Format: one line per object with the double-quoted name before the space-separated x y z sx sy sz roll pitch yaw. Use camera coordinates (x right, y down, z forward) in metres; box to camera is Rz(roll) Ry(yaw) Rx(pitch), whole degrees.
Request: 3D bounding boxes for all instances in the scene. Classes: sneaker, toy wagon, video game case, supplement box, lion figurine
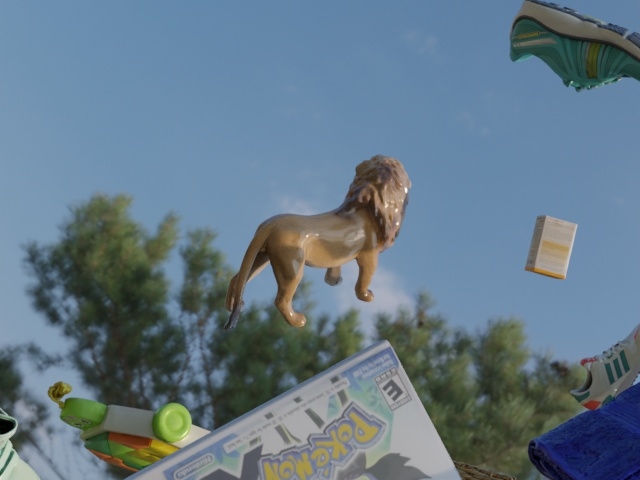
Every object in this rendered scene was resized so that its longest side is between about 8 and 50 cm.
"sneaker" 0.436 0.184 1.344 0.075 0.161 0.057 29 6 6
"toy wagon" -0.263 0.308 1.374 0.344 0.068 0.267 26 -31 -24
"video game case" 0.004 0.306 0.923 0.300 0.329 0.036 62 -24 6
"sneaker" -0.470 0.318 1.297 0.151 0.094 0.256 -19 -50 31
"supplement box" 0.393 0.011 1.526 0.062 0.098 0.036 15 -4 -12
"lion figurine" 0.000 0.000 1.489 0.142 0.392 0.240 29 -56 33
"sneaker" 0.409 -0.271 1.333 0.275 0.107 0.110 29 -64 28

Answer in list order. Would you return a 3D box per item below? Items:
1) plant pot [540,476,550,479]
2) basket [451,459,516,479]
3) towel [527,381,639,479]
"plant pot" 0.438 0.541 1.552 0.272 0.265 0.272 4 -80 21
"basket" 0.265 0.610 1.893 0.299 0.223 0.213 7 -47 36
"towel" 0.438 0.240 1.141 0.076 0.308 0.227 68 -10 -18
